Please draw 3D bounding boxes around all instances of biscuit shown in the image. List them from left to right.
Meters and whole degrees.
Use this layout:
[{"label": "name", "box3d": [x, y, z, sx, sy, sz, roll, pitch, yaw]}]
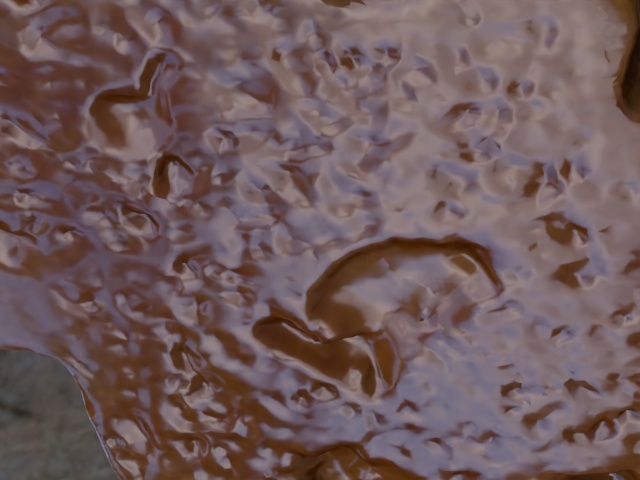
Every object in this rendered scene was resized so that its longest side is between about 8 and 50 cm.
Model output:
[{"label": "biscuit", "box3d": [0.015, 0.004, 0.381, 0.306, 0.284, 0.043, 31, -141, -15]}]
